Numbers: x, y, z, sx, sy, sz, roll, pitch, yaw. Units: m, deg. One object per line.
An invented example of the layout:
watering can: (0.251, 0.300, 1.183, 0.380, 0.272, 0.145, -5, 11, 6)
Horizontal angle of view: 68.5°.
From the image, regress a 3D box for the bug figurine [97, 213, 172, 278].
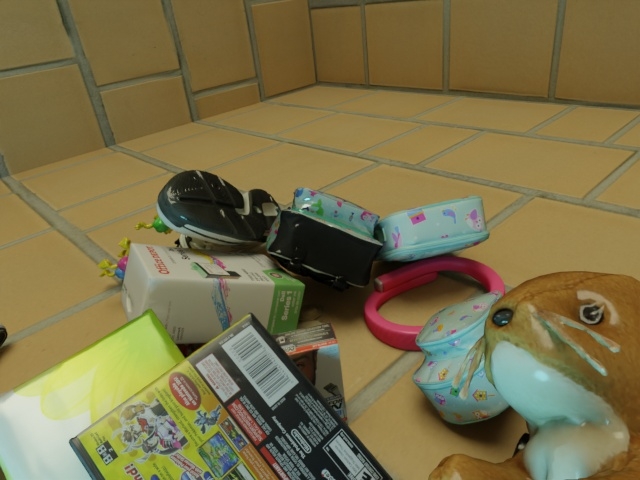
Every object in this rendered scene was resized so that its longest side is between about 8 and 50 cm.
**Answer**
bug figurine: (-0.415, 0.006, 1.127, 0.279, 0.072, 0.216, -48, 8, -7)

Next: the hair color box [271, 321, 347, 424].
hair color box: (-0.015, 0.210, 0.697, 0.093, 0.167, 0.053, -11, 28, -6)

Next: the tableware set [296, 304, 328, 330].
tableware set: (-0.064, 0.168, 0.942, 0.168, 0.020, 0.141, -7, 23, 8)

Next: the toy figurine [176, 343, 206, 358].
toy figurine: (-0.246, 0.211, 0.849, 0.159, 0.130, 0.173, 6, 3, -3)

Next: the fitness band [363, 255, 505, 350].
fitness band: (0.226, 0.116, 0.936, 0.290, 0.054, 0.209, -20, 31, -20)

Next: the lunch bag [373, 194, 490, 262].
lunch bag: (0.215, -0.013, 1.022, 0.224, 0.108, 0.279, -13, -5, -7)

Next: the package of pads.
package of pads: (-0.232, 0.266, 0.572, 0.229, 0.101, 0.296, -31, 69, -29)

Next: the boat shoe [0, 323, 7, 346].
boat shoe: (-0.678, 0.246, 0.894, 0.076, 0.080, 0.228, 17, 29, 7)

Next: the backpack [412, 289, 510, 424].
backpack: (0.229, 0.175, 0.707, 0.188, 0.144, 0.166, -46, 9, -37)

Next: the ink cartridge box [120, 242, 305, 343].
ink cartridge box: (-0.202, 0.095, 0.864, 0.278, 0.117, 0.201, 6, 12, -32)

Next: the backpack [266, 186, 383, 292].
backpack: (0.000, 0.000, 0.995, 0.225, 0.191, 0.253, 20, -9, -7)

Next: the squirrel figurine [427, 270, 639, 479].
squirrel figurine: (0.281, 0.217, 0.389, 0.396, 0.281, 0.371, 13, 59, -12)

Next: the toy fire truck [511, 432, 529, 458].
toy fire truck: (0.324, 0.176, 0.594, 0.158, 0.246, 0.217, 19, 38, 39)

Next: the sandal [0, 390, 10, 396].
sandal: (-0.529, 0.339, 0.676, 0.102, 0.076, 0.265, 35, 57, 21)

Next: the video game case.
video game case: (-0.092, 0.255, 0.534, 0.248, 0.035, 0.275, -34, 72, -32)

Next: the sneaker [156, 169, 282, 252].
sneaker: (-0.258, -0.003, 1.052, 0.257, 0.169, 0.447, -35, -12, 15)
